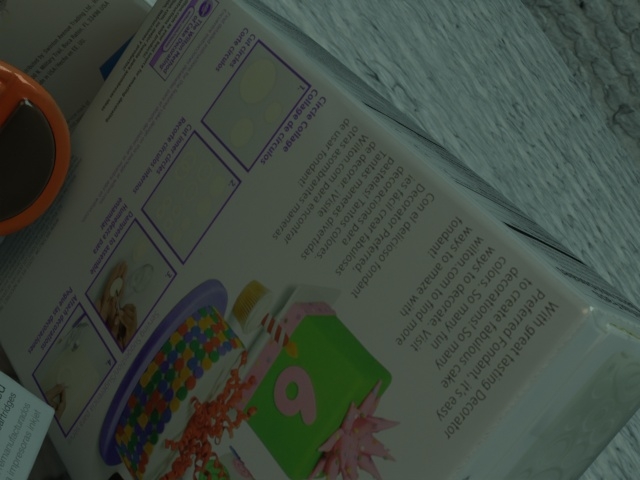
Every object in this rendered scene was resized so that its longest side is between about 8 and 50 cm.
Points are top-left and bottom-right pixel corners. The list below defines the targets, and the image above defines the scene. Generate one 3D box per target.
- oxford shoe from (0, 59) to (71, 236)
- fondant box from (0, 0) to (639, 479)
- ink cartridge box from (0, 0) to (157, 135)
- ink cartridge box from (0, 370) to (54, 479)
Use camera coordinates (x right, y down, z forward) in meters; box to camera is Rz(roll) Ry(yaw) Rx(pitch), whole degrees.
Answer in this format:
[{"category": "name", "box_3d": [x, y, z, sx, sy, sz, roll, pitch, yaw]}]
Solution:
[{"category": "oxford shoe", "box_3d": [-0.311, -0.102, 0.510, 0.363, 0.130, 0.132, 26, 6, -32]}, {"category": "fondant box", "box_3d": [-0.030, 0.037, 0.516, 0.096, 0.238, 0.330, 23, 18, -46]}, {"category": "ink cartridge box", "box_3d": [-0.198, -0.182, 0.674, 0.232, 0.171, 0.168, 40, 31, -27]}, {"category": "ink cartridge box", "box_3d": [-0.224, 0.087, 0.392, 0.176, 0.127, 0.128, 41, 31, -22]}]
